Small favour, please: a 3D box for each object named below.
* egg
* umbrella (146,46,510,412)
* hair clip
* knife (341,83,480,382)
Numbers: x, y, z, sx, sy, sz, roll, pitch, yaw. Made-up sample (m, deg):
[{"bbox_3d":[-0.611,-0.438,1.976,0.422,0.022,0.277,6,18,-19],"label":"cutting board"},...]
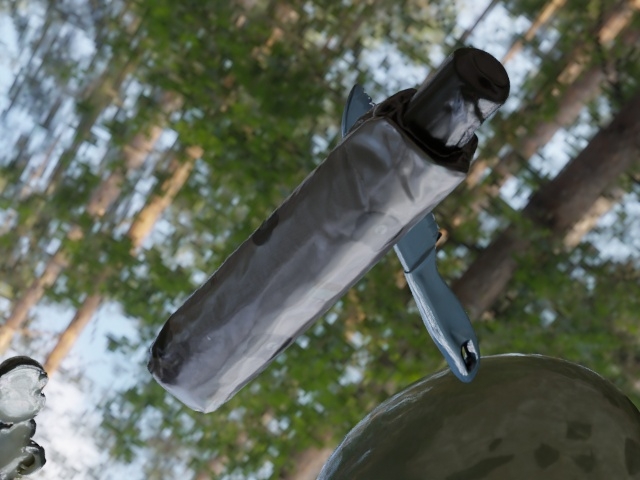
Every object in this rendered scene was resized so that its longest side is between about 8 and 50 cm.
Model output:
[{"bbox_3d":[0.139,0.245,1.307,0.258,0.352,0.258,43,-161,-18],"label":"egg"},{"bbox_3d":[0.000,0.000,0.909,0.073,0.337,0.067,36,-143,-13],"label":"umbrella"},{"bbox_3d":[-0.288,0.176,1.234,0.116,0.172,0.049,-17,-143,-31],"label":"hair clip"},{"bbox_3d":[0.071,0.005,1.035,0.019,0.044,0.313,33,160,42],"label":"knife"}]
